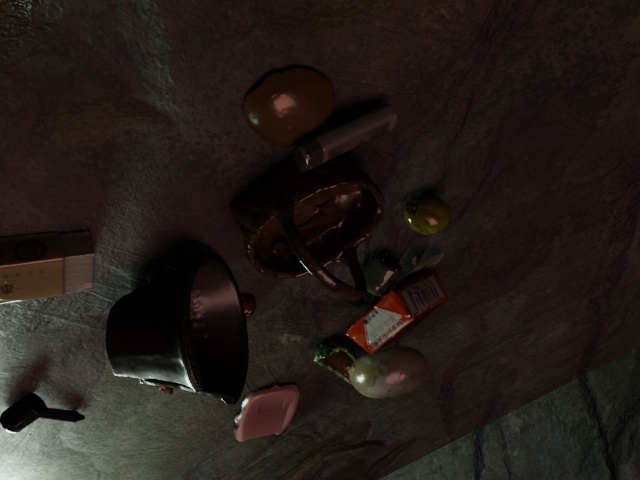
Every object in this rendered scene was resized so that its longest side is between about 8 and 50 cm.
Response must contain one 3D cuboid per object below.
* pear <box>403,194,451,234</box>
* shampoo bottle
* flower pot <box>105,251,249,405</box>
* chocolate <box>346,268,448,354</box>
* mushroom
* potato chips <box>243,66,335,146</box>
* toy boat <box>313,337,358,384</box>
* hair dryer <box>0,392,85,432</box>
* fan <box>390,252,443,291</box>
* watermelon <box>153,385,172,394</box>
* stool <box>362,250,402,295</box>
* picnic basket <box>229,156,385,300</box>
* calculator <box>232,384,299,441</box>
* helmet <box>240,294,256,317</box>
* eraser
[{"bbox_3d":[0.274,-0.065,1.979,0.131,0.107,0.107,14,131,-46],"label":"pear"},{"bbox_3d":[0.052,-0.217,1.643,0.227,0.056,0.086,-27,170,-21],"label":"shampoo bottle"},{"bbox_3d":[-0.347,0.217,1.858,0.251,0.379,0.379,-9,148,16],"label":"flower pot"},{"bbox_3d":[0.227,0.207,2.236,0.237,0.108,0.235,-22,161,-52],"label":"chocolate"},{"bbox_3d":[0.202,0.370,2.417,0.243,0.243,0.243,-15,144,-11],"label":"mushroom"},{"bbox_3d":[-0.055,-0.255,1.580,0.195,0.062,0.208,-15,143,-15],"label":"potato chips"},{"bbox_3d":[0.071,0.393,2.482,0.108,0.099,0.293,-30,137,12],"label":"toy boat"},{"bbox_3d":[-0.762,0.488,2.172,0.114,0.070,0.248,-35,152,14],"label":"hair dryer"},{"bbox_3d":[0.261,0.077,2.153,0.191,0.009,0.329,-36,164,1],"label":"fan"},{"bbox_3d":[-0.448,0.392,2.195,0.081,0.094,0.180,-30,160,5],"label":"watermelon"},{"bbox_3d":[0.166,0.090,2.133,0.096,0.096,0.110,10,129,-38],"label":"stool"},{"bbox_3d":[0.000,0.000,1.727,0.337,0.337,0.293,-36,143,18],"label":"picnic basket"},{"bbox_3d":[-0.182,0.582,2.627,0.220,0.048,0.330,-5,139,-22],"label":"calculator"},{"bbox_3d":[-0.208,0.181,2.077,0.084,0.049,0.065,-5,143,-25],"label":"helmet"},{"bbox_3d":[-0.655,0.064,1.645,0.343,0.078,0.144,-7,143,-22],"label":"eraser"}]
